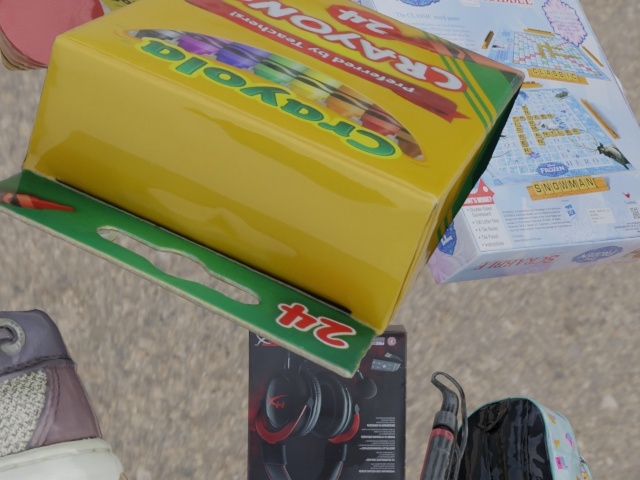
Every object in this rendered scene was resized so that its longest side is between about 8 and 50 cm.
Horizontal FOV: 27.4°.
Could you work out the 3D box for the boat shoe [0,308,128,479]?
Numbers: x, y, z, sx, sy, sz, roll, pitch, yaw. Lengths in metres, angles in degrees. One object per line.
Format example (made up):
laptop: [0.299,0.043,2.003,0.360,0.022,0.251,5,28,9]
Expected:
boat shoe: [-0.188,0.069,0.356,0.285,0.103,0.092,-4,62,-37]

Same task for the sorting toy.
sorting toy: [-0.205,-0.187,1.460,0.366,0.126,0.127,15,63,-30]

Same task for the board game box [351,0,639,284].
board game box: [0.181,-0.122,1.273,0.319,0.066,0.318,-4,65,-41]

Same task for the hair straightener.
hair straightener: [0.089,0.226,1.111,0.047,0.089,0.230,5,74,15]

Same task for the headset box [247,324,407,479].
headset box: [0.009,0.263,1.806,0.218,0.110,0.293,1,92,1]

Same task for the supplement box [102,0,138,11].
supplement box: [-0.188,-0.394,1.807,0.195,0.356,0.194,16,78,22]

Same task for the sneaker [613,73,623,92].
sneaker: [0.244,-0.219,1.708,0.296,0.104,0.147,26,30,10]

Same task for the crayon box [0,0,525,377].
crayon box: [-0.016,-0.061,0.710,0.202,0.081,0.318,24,26,7]

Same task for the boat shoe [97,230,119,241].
boat shoe: [-0.298,-0.067,1.903,0.048,0.153,0.056,11,29,-39]

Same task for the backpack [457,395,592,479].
backpack: [0.248,0.293,1.617,0.144,0.166,0.188,18,54,-43]
